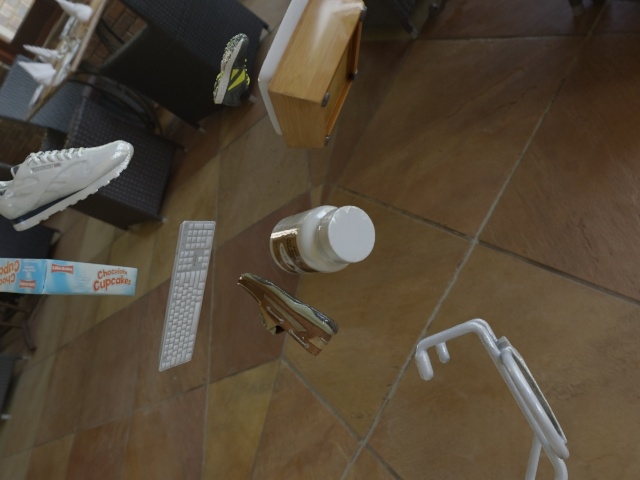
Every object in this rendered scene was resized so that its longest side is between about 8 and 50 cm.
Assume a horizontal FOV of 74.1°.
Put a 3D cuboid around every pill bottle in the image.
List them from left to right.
[{"bbox_3d":[0.000,0.000,0.847,0.229,0.131,0.131,-11,61,59],"label":"pill bottle"}]

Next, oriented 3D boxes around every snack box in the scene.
[{"bbox_3d":[-0.536,0.067,0.790,0.321,0.187,0.060,0,83,21],"label":"snack box"}]

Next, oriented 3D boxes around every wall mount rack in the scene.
[{"bbox_3d":[0.243,0.256,0.553,0.130,0.350,0.304,-29,71,16],"label":"wall mount rack"}]

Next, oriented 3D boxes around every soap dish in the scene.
[{"bbox_3d":[-0.008,-0.312,0.802,0.118,0.291,0.229,23,86,4],"label":"soap dish"}]

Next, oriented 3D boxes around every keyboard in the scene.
[{"bbox_3d":[-0.224,0.092,0.713,0.014,0.072,0.256,18,100,33],"label":"keyboard"}]

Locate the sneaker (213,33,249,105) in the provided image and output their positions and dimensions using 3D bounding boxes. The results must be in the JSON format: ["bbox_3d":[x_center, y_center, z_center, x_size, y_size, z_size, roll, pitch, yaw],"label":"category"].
[{"bbox_3d":[-0.096,-0.192,0.484,0.083,0.035,0.031,-57,37,32],"label":"sneaker"}]

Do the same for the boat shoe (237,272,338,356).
[{"bbox_3d":[-0.108,0.196,1.144,0.323,0.122,0.120,27,82,29],"label":"boat shoe"}]

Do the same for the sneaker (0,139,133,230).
[{"bbox_3d":[-0.421,-0.109,0.688,0.235,0.095,0.090,-31,26,-6],"label":"sneaker"}]
